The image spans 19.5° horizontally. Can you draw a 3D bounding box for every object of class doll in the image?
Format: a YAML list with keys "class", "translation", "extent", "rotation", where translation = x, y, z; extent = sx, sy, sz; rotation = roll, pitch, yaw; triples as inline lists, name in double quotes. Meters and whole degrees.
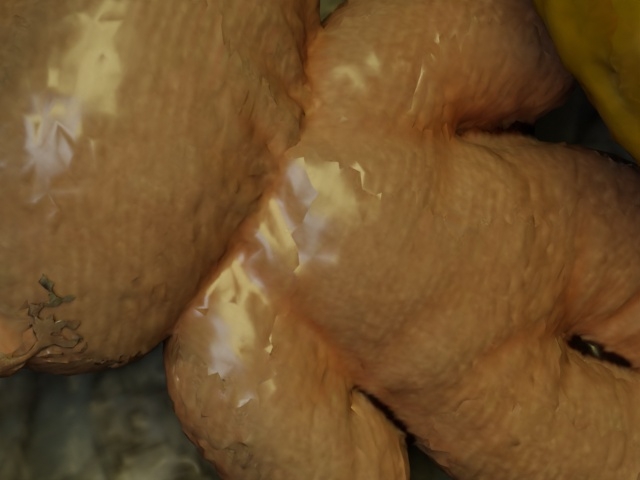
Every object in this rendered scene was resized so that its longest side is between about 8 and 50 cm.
- class: "doll"
  translation: [0.000, 0.000, 0.609]
  extent: [0.303, 0.156, 0.201]
  rotation: [29, 75, -20]

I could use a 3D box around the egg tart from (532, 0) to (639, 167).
- class: "egg tart"
  translation: [0.138, -0.089, 0.568]
  extent: [0.128, 0.319, 0.319]
  rotation: [-31, 72, 21]
